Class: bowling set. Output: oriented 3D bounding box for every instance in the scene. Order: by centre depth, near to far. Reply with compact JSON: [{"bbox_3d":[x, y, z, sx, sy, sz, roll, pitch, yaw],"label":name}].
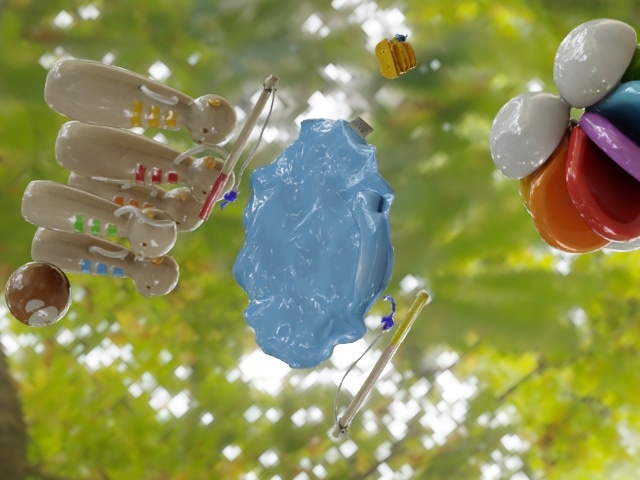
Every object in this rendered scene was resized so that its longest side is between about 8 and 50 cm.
[{"bbox_3d":[-0.162,-0.006,1.521,0.154,0.287,0.200,14,-107,2],"label":"bowling set"}]

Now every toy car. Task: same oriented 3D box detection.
[{"bbox_3d":[0.006,-0.135,1.064,0.040,0.060,0.122,-18,-105,-58],"label":"toy car"},{"bbox_3d":[0.228,-0.066,1.395,0.159,0.182,0.136,34,-157,-19],"label":"toy car"}]

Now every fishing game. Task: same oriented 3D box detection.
[{"bbox_3d":[0.000,0.000,1.340,0.041,0.189,0.264,7,-148,-37],"label":"fishing game"}]
